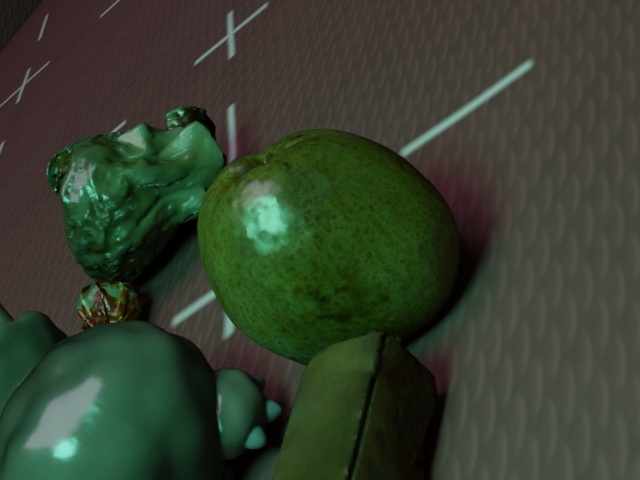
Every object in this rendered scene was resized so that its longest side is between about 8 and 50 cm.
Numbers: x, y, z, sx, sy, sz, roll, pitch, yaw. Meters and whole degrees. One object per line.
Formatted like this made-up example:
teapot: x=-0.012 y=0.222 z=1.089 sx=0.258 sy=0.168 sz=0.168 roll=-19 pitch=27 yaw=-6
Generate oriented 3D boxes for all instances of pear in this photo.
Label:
pear: x=0.000 y=0.000 z=0.935 sx=0.228 sy=0.211 sz=0.188 roll=-32 pitch=31 yaw=23

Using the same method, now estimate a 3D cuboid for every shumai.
shumai: x=-0.216 y=-0.059 z=1.357 sx=0.218 sy=0.189 sz=0.256 roll=-20 pitch=0 yaw=7

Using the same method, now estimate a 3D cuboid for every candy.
candy: x=-0.262 y=0.165 z=1.237 sx=0.078 sy=0.084 sz=0.288 roll=-27 pitch=42 yaw=26

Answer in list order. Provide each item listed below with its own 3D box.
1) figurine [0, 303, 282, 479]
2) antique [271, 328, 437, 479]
figurine: x=-0.242 y=0.153 z=0.979 sx=0.380 sy=0.203 sz=0.248 roll=26 pitch=61 yaw=20
antique: x=0.015 y=0.217 z=0.771 sx=0.087 sy=0.093 sz=0.310 roll=-22 pitch=38 yaw=38
